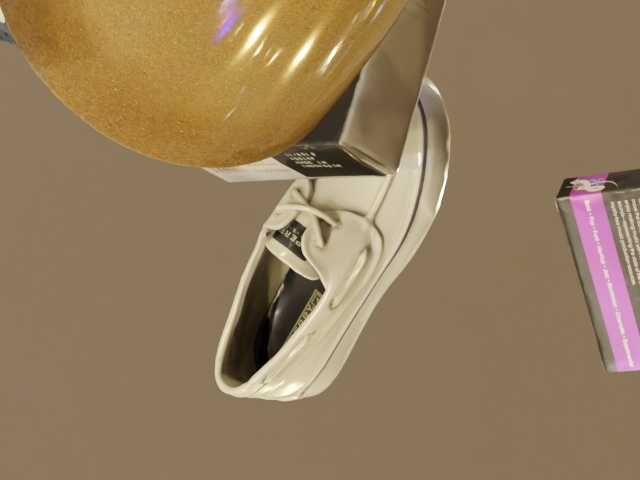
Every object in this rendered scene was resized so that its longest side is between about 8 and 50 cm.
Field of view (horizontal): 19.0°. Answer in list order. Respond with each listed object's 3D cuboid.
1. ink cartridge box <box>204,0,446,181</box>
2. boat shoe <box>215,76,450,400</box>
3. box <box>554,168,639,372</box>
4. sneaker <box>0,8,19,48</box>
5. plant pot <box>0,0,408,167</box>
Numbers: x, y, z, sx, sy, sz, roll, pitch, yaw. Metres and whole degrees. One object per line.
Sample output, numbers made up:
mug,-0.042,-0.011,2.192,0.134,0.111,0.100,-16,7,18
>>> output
ink cartridge box,0.024,-0.220,1.338,0.069,0.176,0.371,30,-110,-38
boat shoe,0.000,0.000,1.346,0.088,0.096,0.267,-4,-49,-50
box,0.218,0.011,1.017,0.029,0.162,0.116,-57,-45,-53
sneaker,-0.220,-0.184,1.568,0.131,0.350,0.148,-1,-100,-41
plant pot,-0.022,-0.193,1.035,0.237,0.254,0.237,12,-114,-28
